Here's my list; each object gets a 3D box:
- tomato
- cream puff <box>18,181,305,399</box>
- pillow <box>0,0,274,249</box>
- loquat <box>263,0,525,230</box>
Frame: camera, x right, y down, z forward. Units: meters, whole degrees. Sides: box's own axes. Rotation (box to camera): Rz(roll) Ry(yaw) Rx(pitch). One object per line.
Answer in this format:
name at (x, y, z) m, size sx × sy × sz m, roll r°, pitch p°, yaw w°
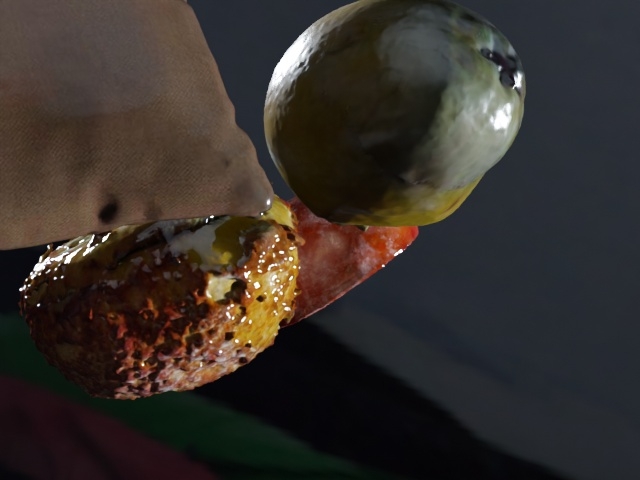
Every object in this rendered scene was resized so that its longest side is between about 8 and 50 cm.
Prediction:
tomato at (0.000, 0.000, 1.665) m, size 0.159 × 0.091 × 0.139 m, roll -31°, pitch -171°, yaw -3°
cream puff at (-0.118, 0.038, 1.536) m, size 0.164 × 0.240 × 0.240 m, roll 61°, pitch -157°, yaw 0°
pillow at (-0.202, -0.120, 0.945) m, size 0.308 × 0.305 × 0.108 m, roll -13°, pitch 165°, yaw -24°
loquat at (0.054, -0.095, 1.422) m, size 0.179 × 0.179 × 0.227 m, roll 9°, pitch 163°, yaw -19°
